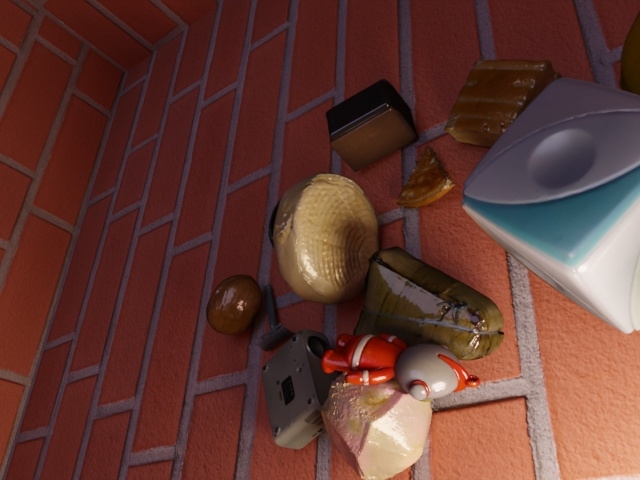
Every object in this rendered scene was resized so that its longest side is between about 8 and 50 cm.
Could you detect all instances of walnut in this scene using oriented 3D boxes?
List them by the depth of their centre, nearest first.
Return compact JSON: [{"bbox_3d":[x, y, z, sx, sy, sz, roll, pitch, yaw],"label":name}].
[{"bbox_3d":[-0.273,0.203,1.994,0.167,0.167,0.207,27,86,50],"label":"walnut"}]

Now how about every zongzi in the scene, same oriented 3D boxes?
[{"bbox_3d":[0.229,0.253,1.498,0.356,0.174,0.392,29,106,38],"label":"zongzi"}]

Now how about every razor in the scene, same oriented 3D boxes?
[{"bbox_3d":[-0.149,0.225,1.947,0.106,0.068,0.232,-36,37,20],"label":"razor"}]

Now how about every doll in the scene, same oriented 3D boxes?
[{"bbox_3d":[0.174,0.269,1.342,0.337,0.105,0.200,6,23,27],"label":"doll"}]

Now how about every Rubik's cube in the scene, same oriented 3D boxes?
[{"bbox_3d":[0.543,-0.071,1.237,0.351,0.347,0.352,-49,40,7],"label":"Rubik's cube"}]

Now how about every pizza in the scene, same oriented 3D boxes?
[{"bbox_3d":[0.311,-0.180,1.764,0.201,0.053,0.193,-10,58,53],"label":"pizza"}]

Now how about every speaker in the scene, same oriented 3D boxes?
[{"bbox_3d":[0.156,-0.354,1.939,0.231,0.192,0.153,-27,46,24],"label":"speaker"}]

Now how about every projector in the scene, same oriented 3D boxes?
[{"bbox_3d":[-0.052,0.390,1.662,0.198,0.108,0.250,-46,39,28],"label":"projector"}]

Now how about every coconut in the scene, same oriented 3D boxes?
[{"bbox_3d":[0.131,0.411,1.408,0.233,0.233,0.245,-58,37,-3],"label":"coconut"}]

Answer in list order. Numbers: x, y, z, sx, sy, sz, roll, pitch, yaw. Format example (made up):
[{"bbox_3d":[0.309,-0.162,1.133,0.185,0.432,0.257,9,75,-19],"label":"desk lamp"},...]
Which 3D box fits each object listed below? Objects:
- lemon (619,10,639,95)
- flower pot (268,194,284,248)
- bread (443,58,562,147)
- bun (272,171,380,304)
[{"bbox_3d":[0.773,-0.376,1.238,0.364,0.364,0.364,-24,49,31],"label":"lemon"},{"bbox_3d":[-0.061,-0.055,1.967,0.189,0.157,0.243,9,71,49],"label":"flower pot"},{"bbox_3d":[0.480,-0.366,1.685,0.246,0.111,0.239,23,80,50],"label":"bread"},{"bbox_3d":[-0.004,-0.002,1.747,0.202,0.364,0.364,-9,58,45],"label":"bun"}]
